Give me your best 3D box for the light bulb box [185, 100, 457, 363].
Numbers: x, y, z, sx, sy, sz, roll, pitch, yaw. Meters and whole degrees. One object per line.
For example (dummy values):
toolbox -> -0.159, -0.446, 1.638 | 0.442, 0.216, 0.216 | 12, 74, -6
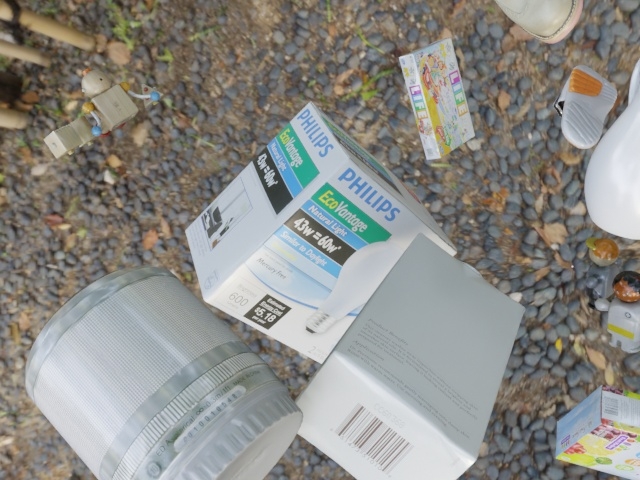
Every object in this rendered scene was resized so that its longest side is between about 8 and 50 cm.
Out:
light bulb box -> 0.000, 0.000, 1.294 | 0.361, 0.358, 0.225 | -44, 40, 14

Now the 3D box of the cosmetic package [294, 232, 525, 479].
cosmetic package -> 0.138, 0.167, 0.959 | 0.217, 0.385, 0.156 | 38, 122, 8

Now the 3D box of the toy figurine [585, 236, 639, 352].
toy figurine -> 0.551, 0.072, 1.094 | 0.209, 0.213, 0.148 | -3, 116, 10

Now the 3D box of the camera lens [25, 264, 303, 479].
camera lens -> -0.185, 0.180, 0.781 | 0.274, 0.219, 0.219 | 40, 101, 20

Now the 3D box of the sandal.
sandal -> 0.484, -0.242, 1.264 | 0.102, 0.265, 0.076 | 37, 139, 0

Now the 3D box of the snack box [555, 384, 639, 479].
snack box -> 0.488, 0.304, 1.008 | 0.207, 0.174, 0.070 | 13, 57, 4

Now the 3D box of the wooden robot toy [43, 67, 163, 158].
wooden robot toy -> -0.282, -0.174, 0.842 | 0.076, 0.173, 0.079 | -15, 112, 56

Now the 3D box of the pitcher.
pitcher -> 0.407, -0.123, 0.837 | 0.125, 0.178, 0.207 | 9, 120, 4

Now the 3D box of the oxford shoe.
oxford shoe -> 0.329, -0.502, 1.212 | 0.140, 0.146, 0.397 | -56, 41, 38

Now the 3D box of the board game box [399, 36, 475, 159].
board game box -> 0.174, -0.209, 0.984 | 0.026, 0.103, 0.154 | -1, 115, 45
